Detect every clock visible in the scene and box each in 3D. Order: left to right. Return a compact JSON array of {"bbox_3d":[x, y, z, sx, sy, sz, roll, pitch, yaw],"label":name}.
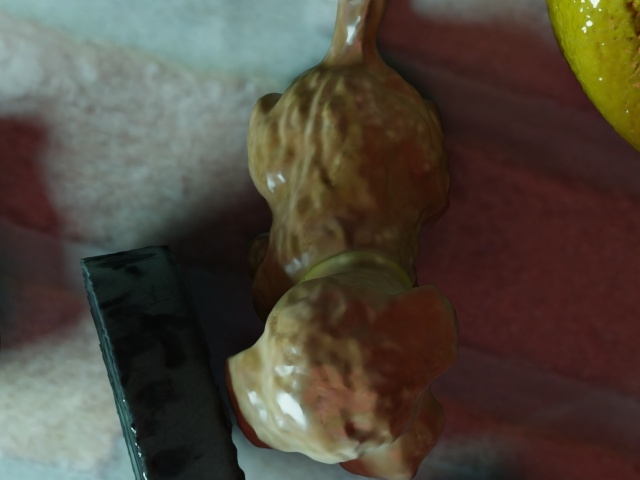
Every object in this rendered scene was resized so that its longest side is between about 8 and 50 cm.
[{"bbox_3d":[-0.062,0.106,0.756,0.042,0.215,0.215,-15,119,-9],"label":"clock"}]

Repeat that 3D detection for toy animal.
[{"bbox_3d":[0.011,-0.007,0.697,0.104,0.185,0.184,7,120,3],"label":"toy animal"}]

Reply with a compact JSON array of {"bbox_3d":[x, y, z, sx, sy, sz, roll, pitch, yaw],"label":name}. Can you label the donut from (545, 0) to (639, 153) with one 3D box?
[{"bbox_3d":[0.180,-0.094,0.698,0.178,0.065,0.162,33,118,-14],"label":"donut"}]
